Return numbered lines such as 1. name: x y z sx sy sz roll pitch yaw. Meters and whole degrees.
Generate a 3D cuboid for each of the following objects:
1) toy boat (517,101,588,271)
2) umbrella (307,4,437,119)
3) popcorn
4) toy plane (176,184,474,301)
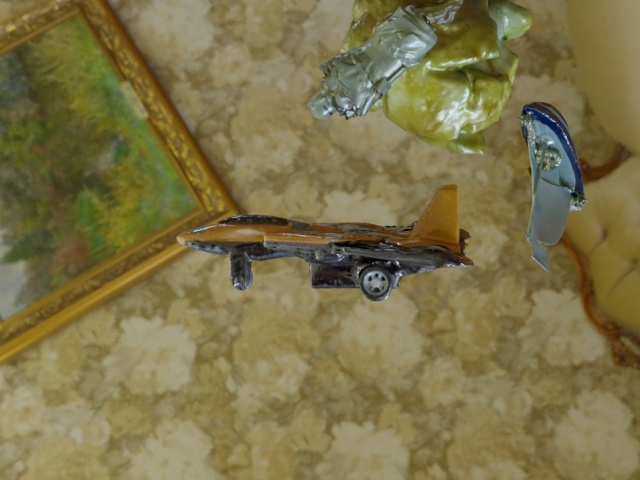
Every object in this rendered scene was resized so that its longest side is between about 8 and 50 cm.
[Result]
1. toy boat: 0.354 -0.076 1.353 0.220 0.066 0.291 53 -144 -32
2. umbrella: 0.048 -0.165 0.848 0.067 0.143 0.062 43 -162 -39
3. popcorn: 0.155 -0.261 1.253 0.276 0.226 0.276 19 -165 -5
4. toy plane: 0.002 0.012 0.941 0.204 0.315 0.103 -48 -50 -77
